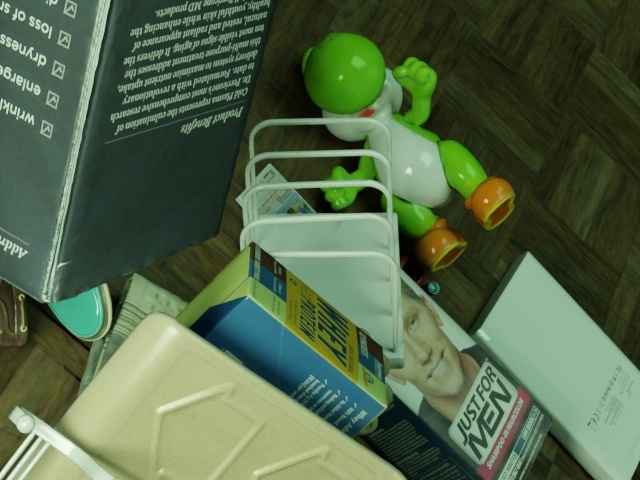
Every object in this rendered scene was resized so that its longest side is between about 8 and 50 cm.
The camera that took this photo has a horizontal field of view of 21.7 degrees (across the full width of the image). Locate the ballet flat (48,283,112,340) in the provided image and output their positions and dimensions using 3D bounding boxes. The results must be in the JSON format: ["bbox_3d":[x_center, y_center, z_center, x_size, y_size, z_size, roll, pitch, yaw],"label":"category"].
[{"bbox_3d":[-0.303,0.001,1.924,0.086,0.086,0.248,-28,83,-46],"label":"ballet flat"}]

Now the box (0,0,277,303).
[{"bbox_3d":[-0.310,-0.271,1.648,0.480,0.472,0.297,29,27,24],"label":"box"}]

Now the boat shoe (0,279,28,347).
[{"bbox_3d":[-0.359,0.020,1.857,0.073,0.073,0.207,4,74,-25],"label":"boat shoe"}]

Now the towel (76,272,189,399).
[{"bbox_3d":[-0.144,0.232,1.938,0.324,0.056,0.312,34,50,-22],"label":"towel"}]

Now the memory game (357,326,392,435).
[{"bbox_3d":[-0.007,0.168,1.930,0.186,0.186,0.012,37,20,-16],"label":"memory game"}]

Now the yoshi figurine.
[{"bbox_3d":[0.089,-0.143,2.248,0.203,0.203,0.362,-28,71,-35],"label":"yoshi figurine"}]

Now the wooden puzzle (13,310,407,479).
[{"bbox_3d":[-0.129,0.277,1.766,0.348,0.322,0.080,37,13,-14],"label":"wooden puzzle"}]

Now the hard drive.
[{"bbox_3d":[0.353,0.186,2.379,0.307,0.040,0.203,46,44,-8],"label":"hard drive"}]

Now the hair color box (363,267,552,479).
[{"bbox_3d":[0.124,0.186,2.141,0.347,0.105,0.174,44,44,-9],"label":"hair color box"}]

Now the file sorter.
[{"bbox_3d":[0.000,0.000,2.001,0.192,0.173,0.278,-1,39,1],"label":"file sorter"}]

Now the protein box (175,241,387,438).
[{"bbox_3d":[-0.067,0.153,1.839,0.201,0.200,0.136,40,19,-17],"label":"protein box"}]

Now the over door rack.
[{"bbox_3d":[-0.235,0.349,1.654,0.324,0.108,0.239,38,87,-15],"label":"over door rack"}]

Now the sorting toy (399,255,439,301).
[{"bbox_3d":[0.125,0.072,2.266,0.061,0.042,0.102,-8,81,-26],"label":"sorting toy"}]

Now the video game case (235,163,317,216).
[{"bbox_3d":[-0.048,-0.034,2.199,0.122,0.011,0.087,47,44,-7],"label":"video game case"}]
